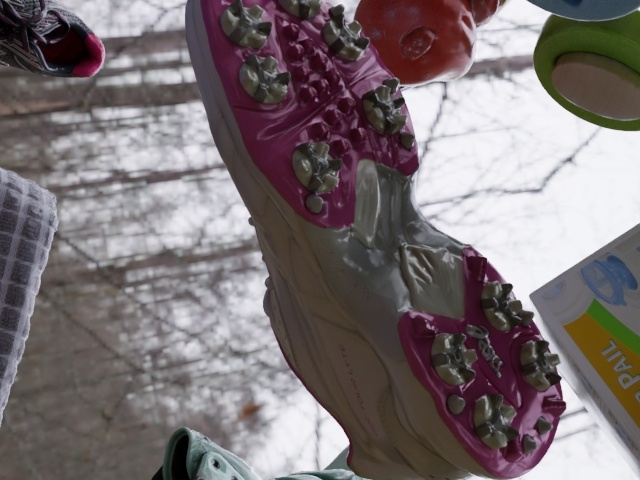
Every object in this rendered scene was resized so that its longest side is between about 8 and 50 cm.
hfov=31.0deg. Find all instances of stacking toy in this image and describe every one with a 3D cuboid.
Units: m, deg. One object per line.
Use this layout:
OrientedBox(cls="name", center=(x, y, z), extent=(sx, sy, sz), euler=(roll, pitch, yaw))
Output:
OrientedBox(cls="stacking toy", center=(0.182, -0.155, 0.848), extent=(0.279, 0.130, 0.309), euler=(37, -24, -15))

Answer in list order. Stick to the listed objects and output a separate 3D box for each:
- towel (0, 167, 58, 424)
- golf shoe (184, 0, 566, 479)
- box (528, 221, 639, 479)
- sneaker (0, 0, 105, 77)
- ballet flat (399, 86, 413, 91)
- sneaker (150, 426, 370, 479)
OrientedBox(cls="towel", center=(-0.320, 0.057, 0.780), extent=(0.121, 0.235, 0.284), euler=(-15, -121, 49))
OrientedBox(cls="golf shoe", center=(0.000, 0.000, 0.612), extent=(0.140, 0.115, 0.306), euler=(-33, -96, 49))
OrientedBox(cls="box", center=(0.236, 0.099, 0.722), extent=(0.203, 0.114, 0.103), euler=(56, -1, 30))
OrientedBox(cls="sneaker", center=(-0.372, -0.263, 1.326), extent=(0.112, 0.299, 0.121), euler=(32, -76, 32))
OrientedBox(cls="ballet flat", center=(0.036, -0.147, 1.052), extent=(0.188, 0.070, 0.070), euler=(-22, -102, 35))
OrientedBox(cls="sneaker", center=(-0.029, 0.175, 0.835), extent=(0.094, 0.256, 0.151), euler=(-24, -79, 43))
